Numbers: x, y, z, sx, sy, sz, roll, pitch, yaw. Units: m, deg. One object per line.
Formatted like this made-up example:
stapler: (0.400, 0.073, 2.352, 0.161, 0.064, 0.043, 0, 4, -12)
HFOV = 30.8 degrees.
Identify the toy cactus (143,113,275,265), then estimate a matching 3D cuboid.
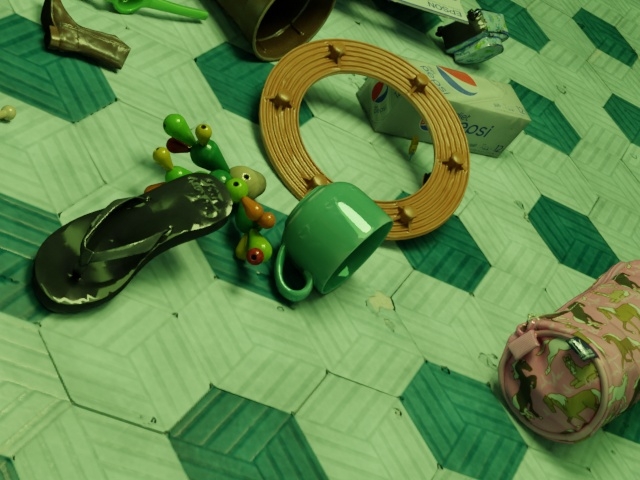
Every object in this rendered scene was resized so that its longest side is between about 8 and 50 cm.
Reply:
toy cactus: (-0.120, -0.059, 1.447, 0.219, 0.112, 0.180, 45, 16, 11)

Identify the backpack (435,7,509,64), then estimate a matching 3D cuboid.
backpack: (0.292, -0.374, 2.149, 0.114, 0.105, 0.084, -11, 81, -49)

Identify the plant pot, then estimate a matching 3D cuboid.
plant pot: (-0.090, -0.388, 1.773, 0.165, 0.167, 0.167, 45, 34, 21)

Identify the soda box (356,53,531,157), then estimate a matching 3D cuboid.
soda box: (0.205, -0.219, 1.900, 0.286, 0.098, 0.091, 7, 46, -37)

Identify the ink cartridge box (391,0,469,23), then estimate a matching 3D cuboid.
ink cartridge box: (0.097, -0.503, 2.110, 0.304, 0.072, 0.307, 12, 46, -22)

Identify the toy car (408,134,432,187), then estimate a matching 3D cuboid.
toy car: (0.173, -0.105, 1.794, 0.060, 0.040, 0.122, 0, 50, -15)

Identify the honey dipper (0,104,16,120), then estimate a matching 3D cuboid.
honey dipper: (-0.401, -0.130, 1.306, 0.030, 0.030, 0.161, 48, 33, 11)

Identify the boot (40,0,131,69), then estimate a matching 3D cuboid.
boot: (-0.310, -0.281, 1.544, 0.114, 0.037, 0.106, 10, 58, -31)

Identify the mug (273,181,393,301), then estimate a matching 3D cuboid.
mug: (0.006, -0.007, 1.457, 0.097, 0.129, 0.158, 45, 35, 12)

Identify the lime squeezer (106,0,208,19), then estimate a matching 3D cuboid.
lime squeezer: (-0.299, -0.363, 1.648, 0.310, 0.058, 0.110, 23, 8, -21)

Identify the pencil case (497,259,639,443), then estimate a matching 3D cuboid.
pencil case: (0.401, 0.143, 1.637, 0.160, 0.167, 0.386, 20, 24, 31)

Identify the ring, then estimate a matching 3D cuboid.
ring: (0.072, -0.156, 1.677, 0.337, 0.032, 0.336, 11, 59, -19)

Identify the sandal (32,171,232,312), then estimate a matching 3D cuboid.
sandal: (-0.208, -0.012, 1.271, 0.254, 0.054, 0.097, -35, 74, -31)
